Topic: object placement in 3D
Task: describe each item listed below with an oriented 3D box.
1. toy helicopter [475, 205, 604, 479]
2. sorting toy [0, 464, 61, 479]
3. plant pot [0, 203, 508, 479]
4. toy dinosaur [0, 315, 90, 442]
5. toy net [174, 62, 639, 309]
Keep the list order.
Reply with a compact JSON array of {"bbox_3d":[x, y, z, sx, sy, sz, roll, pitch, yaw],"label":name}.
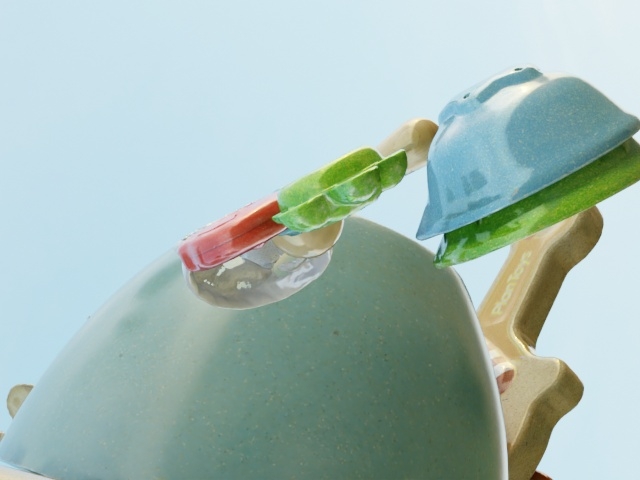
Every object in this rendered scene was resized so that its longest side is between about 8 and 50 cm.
[{"bbox_3d":[0.134,0.099,1.167,0.140,0.235,0.355,45,-118,-28],"label":"toy helicopter"},{"bbox_3d":[-0.158,0.139,0.572,0.229,0.307,0.041,104,180,-59],"label":"sorting toy"},{"bbox_3d":[-0.012,0.090,0.790,0.290,0.290,0.195,38,-111,-48],"label":"plant pot"},{"bbox_3d":[-0.240,0.158,1.225,0.092,0.183,0.053,45,-151,6],"label":"toy dinosaur"},{"bbox_3d":[0.000,0.000,0.450,0.122,0.232,0.045,-30,-86,-28],"label":"toy net"}]
